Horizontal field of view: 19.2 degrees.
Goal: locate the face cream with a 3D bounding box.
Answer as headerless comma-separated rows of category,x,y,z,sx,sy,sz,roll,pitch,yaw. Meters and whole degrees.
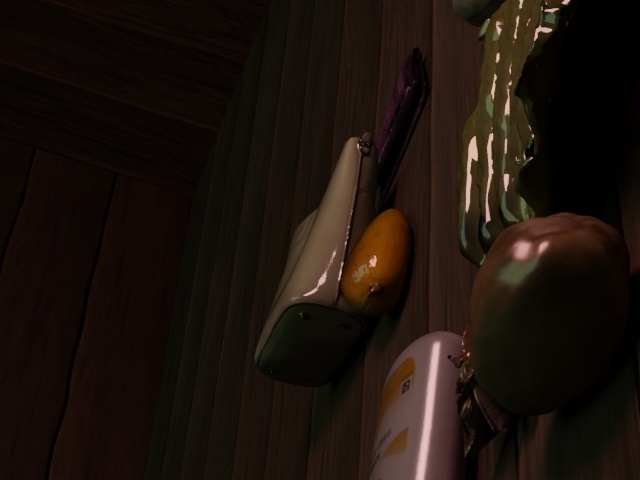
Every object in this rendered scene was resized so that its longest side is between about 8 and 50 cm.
face cream,0.078,0.223,1.597,0.144,0.071,0.291,119,164,-51

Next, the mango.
mango,0.064,0.019,2.077,0.187,0.066,0.101,-72,5,-58

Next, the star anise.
star anise,0.135,0.116,1.507,0.124,0.056,0.129,35,112,59

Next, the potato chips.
potato chips,0.193,-0.162,1.554,0.373,0.097,0.389,165,121,-86

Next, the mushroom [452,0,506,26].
mushroom,0.205,-0.304,1.768,0.278,0.099,0.096,123,149,-44

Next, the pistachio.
pistachio,0.162,0.053,1.352,0.108,0.126,0.185,-28,-23,-33

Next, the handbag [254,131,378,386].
handbag,0.000,0.000,2.254,0.241,0.109,0.315,123,157,-53

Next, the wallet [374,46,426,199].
wallet,0.089,-0.143,2.297,0.111,0.030,0.166,-93,22,-62
